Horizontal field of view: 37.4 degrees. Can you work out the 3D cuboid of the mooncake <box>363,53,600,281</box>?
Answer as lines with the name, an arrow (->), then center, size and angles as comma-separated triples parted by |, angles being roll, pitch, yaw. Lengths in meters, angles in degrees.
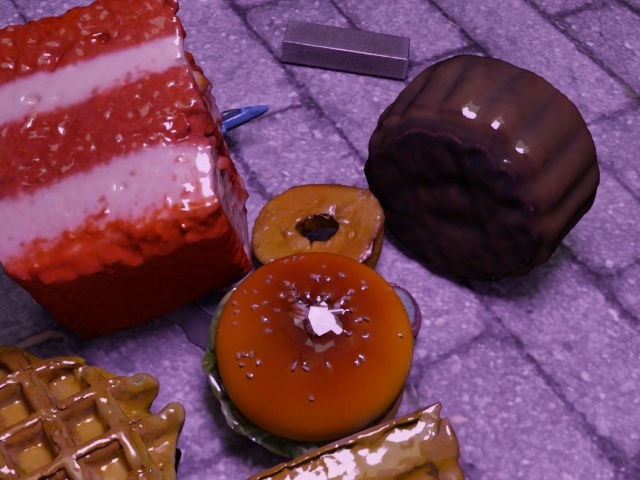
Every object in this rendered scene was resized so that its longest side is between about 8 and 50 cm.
mooncake -> 0.199, -0.088, 1.217 | 0.290, 0.290, 0.161 | 30, 55, 18

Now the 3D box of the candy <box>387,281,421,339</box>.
candy -> 0.077, 0.099, 1.200 | 0.103, 0.043, 0.103 | 4, 47, -4

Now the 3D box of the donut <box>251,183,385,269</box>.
donut -> 0.000, 0.000, 1.237 | 0.178, 0.065, 0.162 | 12, 57, 27

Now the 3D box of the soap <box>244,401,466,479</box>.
soap -> 0.008, 0.344, 0.848 | 0.334, 0.156, 0.294 | -20, 75, -13

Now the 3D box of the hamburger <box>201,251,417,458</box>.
hamburger -> -0.011, 0.124, 1.060 | 0.245, 0.170, 0.246 | 1, 62, -1

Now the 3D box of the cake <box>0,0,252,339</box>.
cake -> -0.236, -0.079, 1.117 | 0.269, 0.269, 0.320 | -17, 68, 1

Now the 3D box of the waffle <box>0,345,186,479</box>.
waffle -> -0.339, 0.271, 0.978 | 0.381, 0.095, 0.380 | 7, 51, 2

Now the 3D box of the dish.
dish -> -0.138, 0.087, 1.186 | 0.137, 0.039, 0.091 | 25, 51, 13

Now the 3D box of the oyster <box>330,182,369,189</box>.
oyster -> 0.050, -0.070, 1.328 | 0.083, 0.081, 0.038 | 34, 20, -20

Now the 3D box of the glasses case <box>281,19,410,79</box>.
glasses case -> 0.042, -0.310, 1.544 | 0.204, 0.047, 0.071 | 8, 45, 1

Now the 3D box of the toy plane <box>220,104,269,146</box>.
toy plane -> -0.186, -0.139, 1.344 | 0.246, 0.078, 0.169 | -20, 55, -14
